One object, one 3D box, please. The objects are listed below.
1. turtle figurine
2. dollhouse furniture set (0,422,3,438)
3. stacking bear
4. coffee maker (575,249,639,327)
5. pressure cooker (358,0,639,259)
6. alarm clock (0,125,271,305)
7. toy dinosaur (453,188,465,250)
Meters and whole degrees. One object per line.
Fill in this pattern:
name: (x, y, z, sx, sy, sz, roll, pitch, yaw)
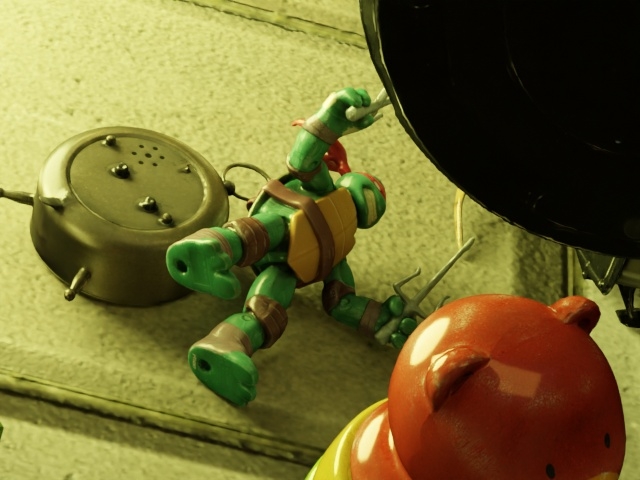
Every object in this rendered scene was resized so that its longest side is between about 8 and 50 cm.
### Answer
turtle figurine: (0.000, 0.000, 1.181, 0.234, 0.118, 0.175, -37, 108, -41)
dollhouse furniture set: (-0.245, 0.082, 1.042, 0.076, 0.059, 0.152, -19, 54, -35)
stacking bear: (0.066, 0.147, 0.911, 0.175, 0.289, 0.164, -14, 51, -32)
coffee maker: (0.284, -0.017, 1.295, 0.178, 0.120, 0.171, 11, 41, -9)
pressure cooker: (0.215, -0.231, 1.165, 0.369, 0.376, 0.420, 6, 34, 6)
alarm clock: (-0.111, -0.026, 1.207, 0.192, 0.064, 0.129, -15, 51, -36)
toy dinosaur: (0.146, -0.085, 1.345, 0.211, 0.064, 0.112, -38, 23, -11)
